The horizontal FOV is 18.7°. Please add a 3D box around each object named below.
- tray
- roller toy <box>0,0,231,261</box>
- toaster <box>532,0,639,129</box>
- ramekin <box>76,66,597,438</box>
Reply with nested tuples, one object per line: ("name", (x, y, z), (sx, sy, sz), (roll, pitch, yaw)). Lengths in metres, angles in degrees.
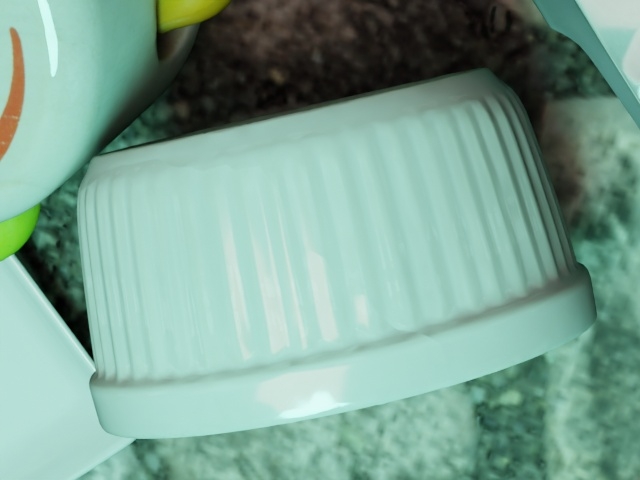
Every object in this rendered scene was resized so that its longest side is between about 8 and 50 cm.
("tray", (-0.212, 0.016, 0.939), (0.145, 0.030, 0.270), (-35, 95, 23))
("roller toy", (-0.150, -0.114, 0.813), (0.191, 0.146, 0.209), (42, 125, -2))
("toaster", (0.184, -0.078, 0.736), (0.146, 0.129, 0.227), (-32, 95, 21))
("ramekin", (0.000, 0.000, 0.781), (0.207, 0.207, 0.109), (-11, 95, 20))
